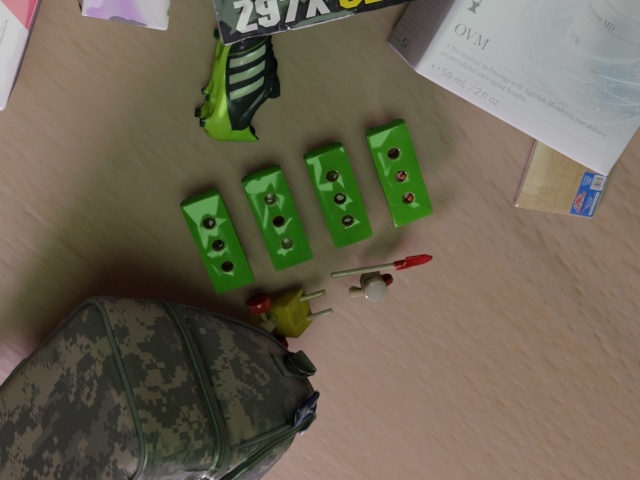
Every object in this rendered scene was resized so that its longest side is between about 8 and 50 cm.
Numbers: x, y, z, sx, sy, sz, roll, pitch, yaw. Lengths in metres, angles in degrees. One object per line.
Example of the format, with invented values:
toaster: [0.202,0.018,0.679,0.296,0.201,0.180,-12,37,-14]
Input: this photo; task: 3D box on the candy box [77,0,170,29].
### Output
candy box: [-0.158,-0.281,0.802,0.070,0.196,0.165,6,114,-21]

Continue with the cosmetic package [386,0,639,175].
cosmetic package: [0.222,-0.219,0.925,0.224,0.138,0.225,25,106,-17]

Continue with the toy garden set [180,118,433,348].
toy garden set: [0.000,0.000,1.053,0.244,0.049,0.204,-20,115,0]

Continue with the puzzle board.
puzzle board: [0.275,-0.089,1.073,0.096,0.011,0.128,8,115,-14]

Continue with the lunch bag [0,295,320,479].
lunch bag: [-0.176,0.209,1.013,0.256,0.213,0.305,9,133,-48]

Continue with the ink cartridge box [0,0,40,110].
ink cartridge box: [-0.361,-0.239,0.846,0.237,0.100,0.172,18,111,-18]

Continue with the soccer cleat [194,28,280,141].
soccer cleat: [-0.068,-0.177,0.953,0.072,0.060,0.179,7,121,-23]

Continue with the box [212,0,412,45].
box: [0.028,-0.259,0.776,0.257,0.322,0.079,-12,118,-3]
